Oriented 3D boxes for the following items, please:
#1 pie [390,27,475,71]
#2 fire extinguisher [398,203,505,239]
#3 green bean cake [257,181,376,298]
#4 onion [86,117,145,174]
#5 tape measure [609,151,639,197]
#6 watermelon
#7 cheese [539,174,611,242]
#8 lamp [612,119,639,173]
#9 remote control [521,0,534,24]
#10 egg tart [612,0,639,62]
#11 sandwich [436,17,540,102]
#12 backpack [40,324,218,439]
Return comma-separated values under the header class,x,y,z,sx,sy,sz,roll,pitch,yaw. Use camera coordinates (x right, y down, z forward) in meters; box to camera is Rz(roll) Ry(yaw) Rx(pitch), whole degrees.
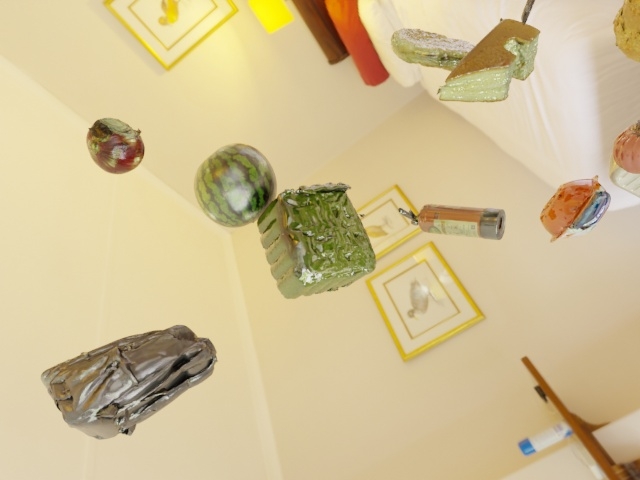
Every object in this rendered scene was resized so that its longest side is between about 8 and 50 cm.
class,x,y,z,sx,sy,sz,roll,pitch,yaw
pie,0.351,-0.566,1.208,0.324,0.070,0.323,9,-142,-7
fire extinguisher,0.496,-0.057,1.536,0.376,0.113,0.200,10,146,37
green bean cake,0.000,0.000,1.288,0.335,0.218,0.318,-14,-106,-34
onion,-0.437,-0.197,0.866,0.117,0.118,0.119,39,-177,25
tape measure,0.941,-0.197,1.067,0.258,0.265,0.130,31,-125,3
watermelon,-0.291,-0.184,1.381,0.285,0.285,0.285,52,-169,-15
cheese,0.700,-0.084,1.104,0.129,0.216,0.329,31,-166,16
lamp,0.532,-0.152,0.645,0.092,0.108,0.107,55,-170,-24
remote control,0.338,-0.392,0.637,0.014,0.096,0.039,22,174,16
egg tart,0.810,-0.565,0.890,0.129,0.341,0.341,20,-154,-23
sandwich,0.404,-0.409,0.968,0.128,0.235,0.122,41,170,26
backpack,-0.306,0.239,0.695,0.133,0.259,0.206,51,152,27
